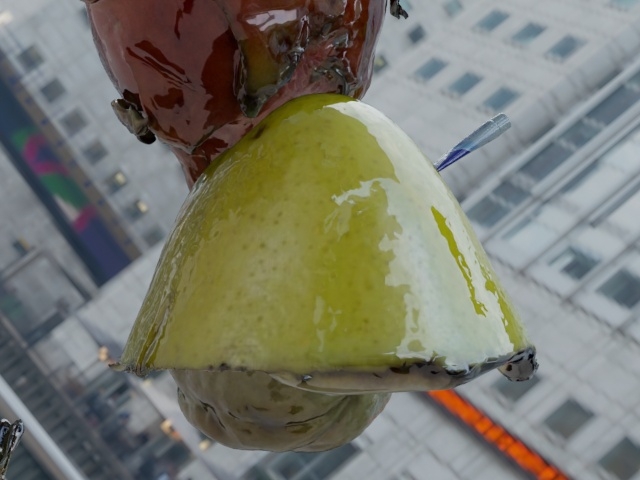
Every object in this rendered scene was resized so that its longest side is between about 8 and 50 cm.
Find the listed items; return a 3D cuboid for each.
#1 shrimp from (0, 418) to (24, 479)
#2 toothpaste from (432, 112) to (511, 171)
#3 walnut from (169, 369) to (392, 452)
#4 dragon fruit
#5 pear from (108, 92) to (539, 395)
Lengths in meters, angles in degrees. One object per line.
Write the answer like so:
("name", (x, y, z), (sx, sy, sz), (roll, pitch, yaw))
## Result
("shrimp", (-0.238, 0.091, 0.938), (0.148, 0.035, 0.195), (36, 46, -66))
("toothpaste", (0.111, -0.071, 1.094), (0.015, 0.083, 0.024), (59, -16, -13))
("walnut", (-0.036, 0.113, 1.526), (0.283, 0.283, 0.227), (33, -22, 56))
("dragon fruit", (-0.057, -0.190, 1.012), (0.250, 0.250, 0.315), (36, -31, 52))
("pear", (-0.003, 0.000, 0.863), (0.267, 0.267, 0.178), (-171, -102, -72))
